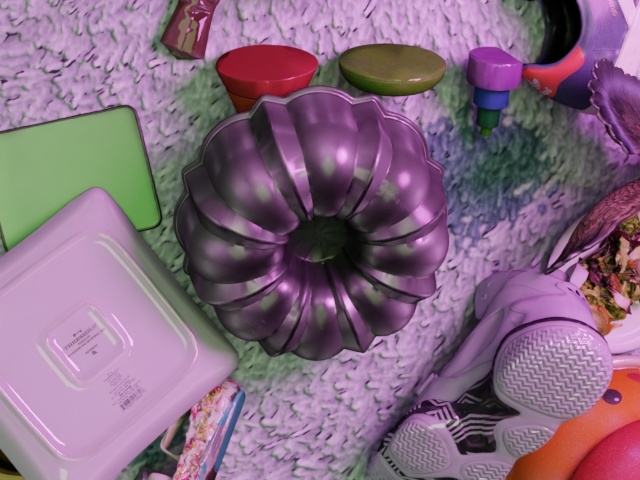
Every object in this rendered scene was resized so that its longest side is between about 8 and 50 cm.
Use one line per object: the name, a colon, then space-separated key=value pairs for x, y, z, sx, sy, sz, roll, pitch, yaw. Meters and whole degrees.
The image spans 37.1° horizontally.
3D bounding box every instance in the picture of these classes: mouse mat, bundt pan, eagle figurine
mouse mat: x=-0.295 y=-0.069 z=1.128 sx=0.189 sy=0.007 sz=0.153 roll=-13 pitch=98 yaw=-7
bundt pan: x=0.000 y=0.000 z=1.077 sx=0.330 sy=0.124 sz=0.331 roll=-4 pitch=117 yaw=-8
eagle figurine: x=0.393 y=-0.081 z=1.110 sx=0.298 sy=0.225 sz=0.226 roll=-1 pitch=69 yaw=-14

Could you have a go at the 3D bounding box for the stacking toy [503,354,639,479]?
stacking toy: x=0.428 y=0.345 z=1.063 sx=0.350 sy=0.480 sz=0.351 roll=-1 pitch=97 yaw=-11

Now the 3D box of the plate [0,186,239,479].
plate: x=-0.266 y=0.117 z=1.069 sx=0.277 sy=0.045 sz=0.278 roll=-41 pitch=95 yaw=-25

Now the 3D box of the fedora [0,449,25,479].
fedora: x=-0.339 y=0.196 z=1.110 sx=0.194 sy=0.079 sz=0.194 roll=0 pitch=91 yaw=-14

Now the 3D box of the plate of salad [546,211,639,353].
plate of salad: x=0.392 y=0.052 z=1.244 sx=0.199 sy=0.048 sz=0.200 roll=-1 pitch=96 yaw=-10

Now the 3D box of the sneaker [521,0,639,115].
sneaker: x=0.336 y=-0.336 z=1.149 sx=0.148 sy=0.131 sz=0.350 roll=16 pitch=92 yaw=-11

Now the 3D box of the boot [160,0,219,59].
boot: x=-0.171 y=-0.275 z=1.115 sx=0.106 sy=0.037 sz=0.114 roll=20 pitch=97 yaw=-10

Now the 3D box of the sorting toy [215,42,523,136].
sorting toy: x=0.059 y=-0.160 z=1.146 sx=0.365 sy=0.127 sz=0.126 roll=-2 pitch=120 yaw=-8

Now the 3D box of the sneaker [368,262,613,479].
sneaker: x=0.208 y=0.175 z=1.185 sx=0.137 sy=0.210 sz=0.366 roll=38 pitch=123 yaw=-11

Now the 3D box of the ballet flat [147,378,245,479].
ballet flat: x=-0.158 y=0.269 z=1.122 sx=0.077 sy=0.091 sz=0.241 roll=14 pitch=57 yaw=8

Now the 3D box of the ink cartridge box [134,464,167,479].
ink cartridge box: x=-0.181 y=0.354 z=1.170 sx=0.135 sy=0.056 sz=0.099 roll=29 pitch=90 yaw=-12
